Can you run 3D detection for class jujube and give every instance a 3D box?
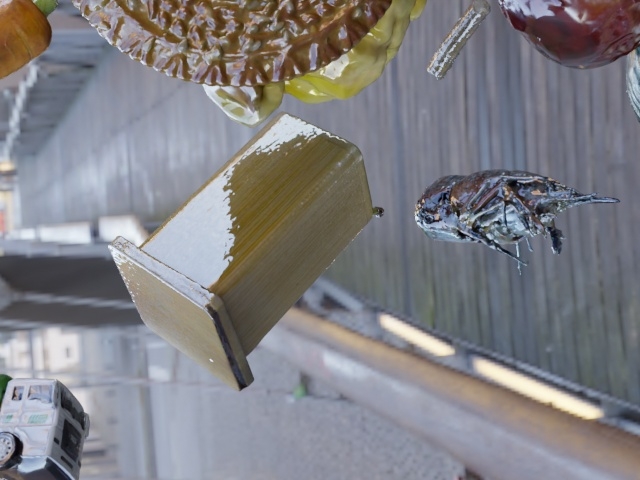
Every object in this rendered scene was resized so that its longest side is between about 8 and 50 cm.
[{"bbox_3d":[0.244,-0.254,1.160,0.243,0.183,0.183,21,-118,-74],"label":"jujube"}]

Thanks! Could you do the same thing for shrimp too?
[{"bbox_3d":[0.309,-0.034,1.930,0.372,0.172,0.137,14,73,45],"label":"shrimp"}]

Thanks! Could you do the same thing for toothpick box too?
[{"bbox_3d":[-0.085,-0.001,1.580,0.190,0.308,0.187,28,151,31],"label":"toothpick box"}]

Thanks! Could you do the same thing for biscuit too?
[{"bbox_3d":[-0.071,-0.268,0.965,0.038,0.305,0.305,149,116,-80],"label":"biscuit"}]

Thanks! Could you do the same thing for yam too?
[{"bbox_3d":[0.180,-0.265,1.622,0.145,0.032,0.032,126,139,-53],"label":"yam"}]

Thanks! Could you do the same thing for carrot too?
[{"bbox_3d":[-0.311,-0.124,0.988,0.061,0.257,0.061,36,153,22],"label":"carrot"}]

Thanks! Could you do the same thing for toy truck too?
[{"bbox_3d":[-0.368,0.200,1.284,0.101,0.243,0.125,69,-158,-55],"label":"toy truck"}]

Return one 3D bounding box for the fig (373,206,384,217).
[{"bbox_3d":[0.000,0.000,2.014,0.124,0.236,0.124,154,90,-88],"label":"fig"}]

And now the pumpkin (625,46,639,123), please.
[{"bbox_3d":[0.449,-0.200,1.340,0.197,0.293,0.263,8,78,44],"label":"pumpkin"}]

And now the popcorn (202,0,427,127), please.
[{"bbox_3d":[-0.049,-0.346,1.405,0.344,0.354,0.390,42,125,46],"label":"popcorn"}]
